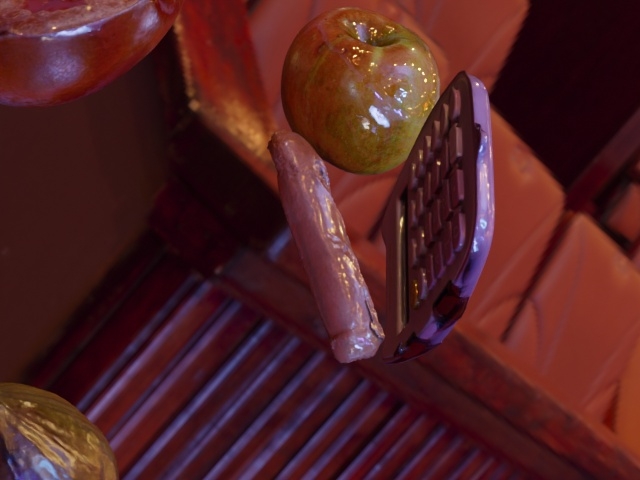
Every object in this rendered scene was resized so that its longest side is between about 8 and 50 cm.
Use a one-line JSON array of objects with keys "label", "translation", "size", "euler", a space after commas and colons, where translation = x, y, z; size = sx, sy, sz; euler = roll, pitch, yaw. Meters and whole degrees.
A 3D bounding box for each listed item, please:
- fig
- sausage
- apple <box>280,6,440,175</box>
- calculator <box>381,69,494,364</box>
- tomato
[{"label": "fig", "translation": [-0.339, 0.200, 1.320], "size": [0.217, 0.217, 0.321], "euler": [-132, -154, -54]}, {"label": "sausage", "translation": [0.000, 0.000, 0.783], "size": [0.036, 0.042, 0.158], "euler": [-6, 70, -44]}, {"label": "apple", "translation": [0.047, -0.175, 1.513], "size": [0.196, 0.196, 0.196], "euler": [41, 5, -4]}, {"label": "calculator", "translation": [0.101, -0.014, 1.070], "size": [0.043, 0.194, 0.294], "euler": [7, -27, -9]}, {"label": "tomato", "translation": [-0.281, -0.249, 1.354], "size": [0.338, 0.338, 0.143], "euler": [46, -25, 43]}]
